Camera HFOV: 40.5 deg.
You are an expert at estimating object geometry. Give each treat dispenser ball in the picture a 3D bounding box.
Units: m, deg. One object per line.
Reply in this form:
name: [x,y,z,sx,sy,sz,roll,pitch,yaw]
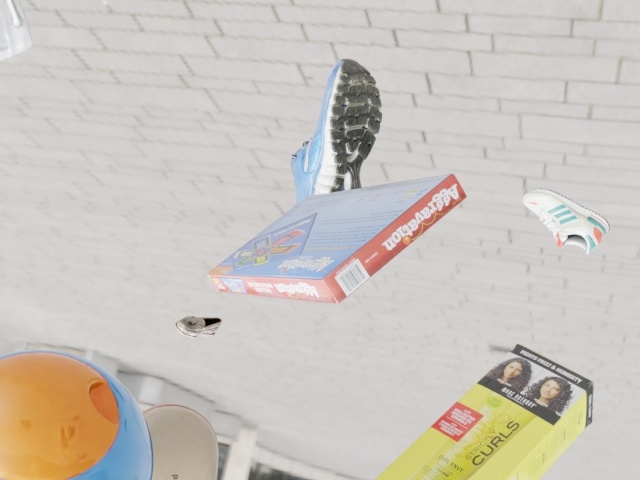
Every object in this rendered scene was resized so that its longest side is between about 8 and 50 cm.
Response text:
treat dispenser ball: [-0.353,0.279,1.068,0.288,0.288,0.288,11,163,4]

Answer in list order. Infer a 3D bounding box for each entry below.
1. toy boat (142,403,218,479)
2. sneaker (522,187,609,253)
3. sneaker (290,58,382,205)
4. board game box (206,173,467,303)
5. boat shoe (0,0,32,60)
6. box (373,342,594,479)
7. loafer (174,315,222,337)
toy boat: [-0.247,0.373,1.368,0.151,0.230,0.151,7,175,-23]
sneaker: [0.424,-0.032,1.538,0.161,0.075,0.057,28,160,19]
sneaker: [0.008,-0.165,1.565,0.130,0.329,0.147,3,-167,-44]
board game box: [0.000,0.000,0.791,0.027,0.145,0.281,58,159,-13]
boat shoe: [-0.281,-0.255,0.631,0.084,0.258,0.095,-27,-149,-34]
box: [0.130,0.187,0.731,0.087,0.232,0.058,28,143,40]
loafer: [-0.233,0.159,1.661,0.045,0.039,0.125,48,-168,21]
